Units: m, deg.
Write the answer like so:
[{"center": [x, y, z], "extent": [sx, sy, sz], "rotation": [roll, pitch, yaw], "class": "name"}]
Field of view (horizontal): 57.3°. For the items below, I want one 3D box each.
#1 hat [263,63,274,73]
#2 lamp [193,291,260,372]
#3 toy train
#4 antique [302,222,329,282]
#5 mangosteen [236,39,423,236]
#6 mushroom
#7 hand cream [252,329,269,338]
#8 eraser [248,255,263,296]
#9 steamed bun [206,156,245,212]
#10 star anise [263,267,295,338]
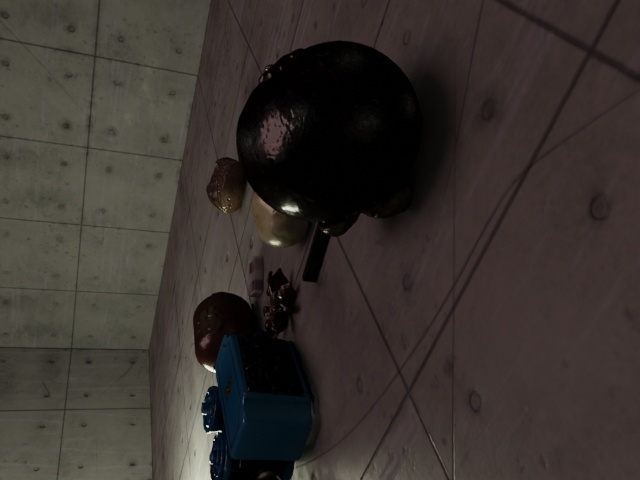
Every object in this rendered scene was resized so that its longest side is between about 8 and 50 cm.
[{"center": [-0.114, -0.433, 1.564], "extent": [0.087, 0.042, 0.058], "rotation": [49, 144, 15], "class": "hat"}, {"center": [-0.252, 0.244, 1.580], "extent": [0.258, 0.180, 0.180], "rotation": [-106, 29, -46], "class": "lamp"}, {"center": [-0.136, 0.355, 1.233], "extent": [0.300, 0.187, 0.265], "rotation": [-121, 46, -59], "class": "toy train"}, {"center": [0.000, 0.000, 1.168], "extent": [0.015, 0.031, 0.192], "rotation": [-108, 30, -59], "class": "antique"}, {"center": [0.019, -0.143, 0.862], "extent": [0.288, 0.287, 0.288], "rotation": [-175, 90, -69], "class": "mangosteen"}, {"center": [-0.086, -0.061, 1.298], "extent": [0.154, 0.122, 0.154], "rotation": [15, 117, 32], "class": "mushroom"}, {"center": [-0.164, 0.351, 1.479], "extent": [0.120, 0.061, 0.271], "rotation": [-110, 27, -50], "class": "hand cream"}, {"center": [-0.178, 0.099, 1.605], "extent": [0.065, 0.026, 0.105], "rotation": [141, 131, -58], "class": "eraser"}, {"center": [-0.303, -0.179, 1.881], "extent": [0.145, 0.106, 0.175], "rotation": [-139, 60, -64], "class": "steamed bun"}, {"center": [-0.096, 0.150, 1.347], "extent": [0.168, 0.057, 0.168], "rotation": [-179, 90, -70], "class": "star anise"}]
